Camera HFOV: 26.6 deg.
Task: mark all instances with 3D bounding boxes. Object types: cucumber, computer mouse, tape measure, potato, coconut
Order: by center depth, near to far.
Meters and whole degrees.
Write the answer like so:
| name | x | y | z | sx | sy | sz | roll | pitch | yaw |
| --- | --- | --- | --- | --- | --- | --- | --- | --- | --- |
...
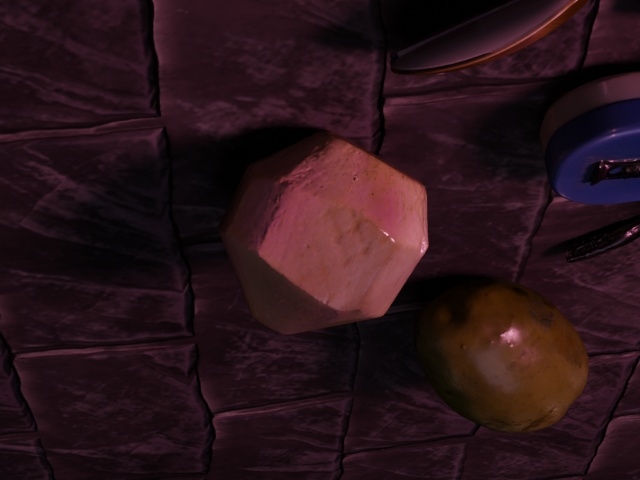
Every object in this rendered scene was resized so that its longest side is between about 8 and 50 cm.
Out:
| name | x | y | z | sx | sy | sz | roll | pitch | yaw |
| --- | --- | --- | --- | --- | --- | --- | --- | --- | --- |
| computer mouse | 0.188 | -0.223 | 1.429 | 0.245 | 0.056 | 0.126 | -19 | -171 | 28 |
| tape measure | 0.381 | -0.150 | 1.584 | 0.215 | 0.098 | 0.351 | -6 | 153 | -4 |
| coconut | 0.000 | 0.000 | 1.626 | 0.259 | 0.259 | 0.259 | -7 | 147 | -5 |
| cucumber | 0.409 | -0.001 | 1.908 | 0.135 | 0.034 | 0.033 | -20 | 141 | 14 |
| potato | 0.265 | 0.168 | 1.971 | 0.216 | 0.215 | 0.304 | -24 | 147 | 20 |
